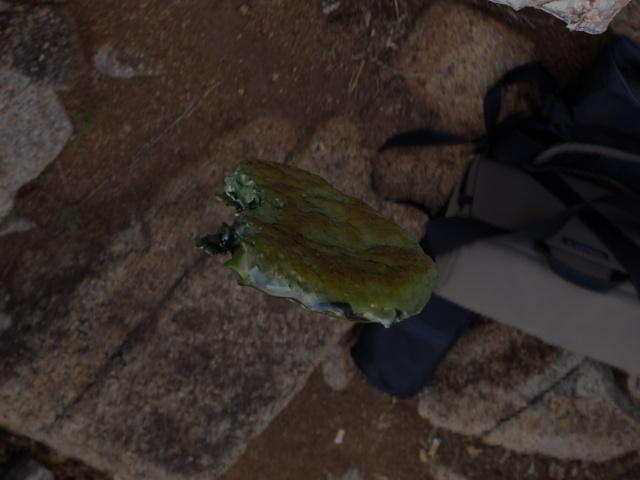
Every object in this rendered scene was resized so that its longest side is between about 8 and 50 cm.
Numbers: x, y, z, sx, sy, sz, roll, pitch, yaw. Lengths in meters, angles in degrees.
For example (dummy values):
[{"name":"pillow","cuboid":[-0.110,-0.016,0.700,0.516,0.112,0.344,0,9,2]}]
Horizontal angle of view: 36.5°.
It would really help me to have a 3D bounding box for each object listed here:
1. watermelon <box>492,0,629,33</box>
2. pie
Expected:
[{"name":"watermelon","cuboid":[0.198,-0.319,0.989,0.305,0.224,0.180,5,96,-27]},{"name":"pie","cuboid":[0.000,0.000,1.187,0.296,0.371,0.078,18,109,-8]}]
